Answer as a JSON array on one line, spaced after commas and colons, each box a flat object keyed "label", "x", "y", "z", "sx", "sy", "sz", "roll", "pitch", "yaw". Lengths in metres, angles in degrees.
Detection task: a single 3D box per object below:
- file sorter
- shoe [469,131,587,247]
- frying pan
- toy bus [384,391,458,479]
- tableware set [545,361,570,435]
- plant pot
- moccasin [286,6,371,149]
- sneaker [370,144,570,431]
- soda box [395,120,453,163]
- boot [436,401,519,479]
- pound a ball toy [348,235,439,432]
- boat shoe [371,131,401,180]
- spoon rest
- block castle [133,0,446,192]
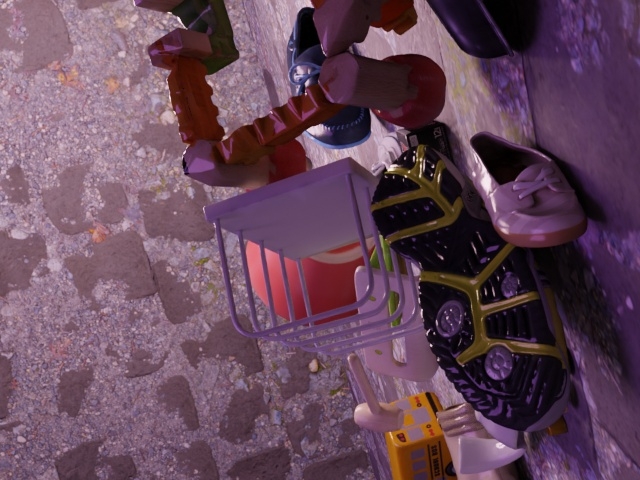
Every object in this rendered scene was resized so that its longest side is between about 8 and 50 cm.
[{"label": "file sorter", "x": 0.013, "y": 0.037, "z": 1.340, "sx": 0.277, "sy": 0.192, "sz": 0.173, "roll": 27, "pitch": -132, "yaw": -66}, {"label": "shoe", "x": 0.188, "y": -0.051, "z": 1.017, "sx": 0.219, "sy": 0.076, "sz": 0.058, "roll": -118, "pitch": 6, "yaw": -67}, {"label": "frying pan", "x": 0.083, "y": -0.273, "z": 0.943, "sx": 0.326, "sy": 0.053, "sz": 0.197, "roll": 40, "pitch": -161, "yaw": -50}, {"label": "toy bus", "x": 0.200, "y": 0.423, "z": 1.941, "sx": 0.108, "sy": 0.130, "sz": 0.333, "roll": -115, "pitch": 10, "yaw": -47}, {"label": "tableware set", "x": 0.262, "y": 0.161, "z": 1.215, "sx": 0.104, "sy": 0.024, "sz": 0.154, "roll": -121, "pitch": 16, "yaw": -51}, {"label": "plant pot", "x": 0.000, "y": 0.000, "z": 2.035, "sx": 0.243, "sy": 0.274, "sz": 0.275, "roll": 111, "pitch": 142, "yaw": -65}, {"label": "moccasin", "x": -0.006, "y": -0.279, "z": 1.794, "sx": 0.342, "sy": 0.137, "sz": 0.117, "roll": -116, "pitch": 15, "yaw": -48}, {"label": "sneaker", "x": 0.183, "y": 0.042, "z": 1.126, "sx": 0.147, "sy": 0.145, "sz": 0.385, "roll": 26, "pitch": -150, "yaw": -34}, {"label": "soda box", "x": 0.149, "y": -0.069, "z": 1.397, "sx": 0.060, "sy": 0.053, "sz": 0.169, "roll": -134, "pitch": 27, "yaw": -75}, {"label": "boot", "x": 0.234, "y": 0.344, "z": 1.596, "sx": 0.262, "sy": 0.095, "sz": 0.204, "roll": 99, "pitch": 152, "yaw": -72}, {"label": "pound a ball toy", "x": 0.130, "y": 0.134, "z": 1.596, "sx": 0.319, "sy": 0.135, "sz": 0.208, "roll": 80, "pitch": -155, "yaw": -51}, {"label": "boat shoe", "x": 0.109, "y": -0.101, "z": 1.554, "sx": 0.226, "sy": 0.075, "sz": 0.083, "roll": -124, "pitch": 17, "yaw": -68}, {"label": "spoon rest", "x": 0.232, "y": 0.222, "z": 1.360, "sx": 0.276, "sy": 0.084, "sz": 0.137, "roll": 93, "pitch": 180, "yaw": -57}, {"label": "block castle", "x": -0.050, "y": -0.303, "z": 1.268, "sx": 0.212, "sy": 0.303, "sz": 0.454, "roll": -1, "pitch": -111, "yaw": -54}]
